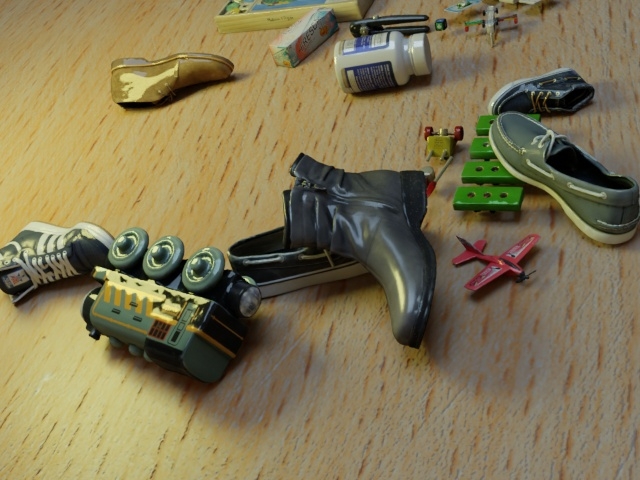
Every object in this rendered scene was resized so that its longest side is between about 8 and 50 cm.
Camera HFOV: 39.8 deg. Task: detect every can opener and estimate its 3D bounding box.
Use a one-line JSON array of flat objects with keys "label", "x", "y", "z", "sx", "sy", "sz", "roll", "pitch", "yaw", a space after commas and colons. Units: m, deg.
[{"label": "can opener", "x": 0.155, "y": -0.487, "z": 1.999, "sx": 0.186, "sy": 0.059, "sz": 0.073, "roll": -4, "pitch": 40, "yaw": 21}]

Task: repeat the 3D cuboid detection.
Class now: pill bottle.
[{"label": "pill bottle", "x": 0.131, "y": -0.371, "z": 1.825, "sx": 0.186, "sy": 0.112, "sz": 0.112, "roll": -6, "pitch": 40, "yaw": 18}]

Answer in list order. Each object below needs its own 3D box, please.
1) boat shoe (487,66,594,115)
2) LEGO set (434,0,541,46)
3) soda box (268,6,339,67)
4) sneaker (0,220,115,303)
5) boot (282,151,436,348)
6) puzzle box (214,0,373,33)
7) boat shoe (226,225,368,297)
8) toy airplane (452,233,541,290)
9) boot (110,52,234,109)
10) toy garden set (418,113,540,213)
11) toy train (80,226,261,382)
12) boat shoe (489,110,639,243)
[{"label": "boat shoe", "x": 0.401, "y": -0.258, "z": 1.602, "sx": 0.183, "sy": 0.065, "sz": 0.083, "roll": -23, "pitch": 36, "yaw": -6}, {"label": "LEGO set", "x": 0.376, "y": -0.496, "z": 1.940, "sx": 0.244, "sy": 0.060, "sz": 0.182, "roll": -28, "pitch": 32, "yaw": -22}, {"label": "soda box", "x": -0.038, "y": -0.480, "z": 2.078, "sx": 0.063, "sy": 0.058, "sz": 0.183, "roll": 16, "pitch": 51, "yaw": 38}, {"label": "sneaker", "x": -0.491, "y": 0.043, "z": 1.603, "sx": 0.282, "sy": 0.099, "sz": 0.153, "roll": 5, "pitch": 38, "yaw": 38}, {"label": "boot", "x": 0.047, "y": 0.014, "z": 1.310, "sx": 0.222, "sy": 0.118, "sz": 0.338, "roll": 6, "pitch": 43, "yaw": -6}, {"label": "puzzle box", "x": -0.042, "y": -0.640, "z": 2.282, "sx": 0.408, "sy": 0.052, "sz": 0.272, "roll": 1, "pitch": 41, "yaw": 25}, {"label": "boat shoe", "x": -0.001, "y": -0.003, "z": 1.436, "sx": 0.306, "sy": 0.105, "sz": 0.113, "roll": -14, "pitch": 38, "yaw": 8}, {"label": "toy airplane", "x": 0.259, "y": 0.030, "z": 1.342, "sx": 0.151, "sy": 0.028, "sz": 0.151, "roll": -12, "pitch": 37, "yaw": 9}, {"label": "boot", "x": -0.349, "y": -0.369, "z": 2.076, "sx": 0.305, "sy": 0.112, "sz": 0.115, "roll": -4, "pitch": 70, "yaw": 13}, {"label": "toy garden set", "x": 0.261, "y": -0.125, "z": 1.520, "sx": 0.203, "sy": 0.049, "sz": 0.244, "roll": 2, "pitch": 43, "yaw": 23}, {"label": "toy train", "x": -0.245, "y": 0.098, "z": 1.392, "sx": 0.334, "sy": 0.142, "sz": 0.190, "roll": 13, "pitch": 67, "yaw": 37}, {"label": "boat shoe", "x": 0.381, "y": -0.127, "z": 1.380, "sx": 0.116, "sy": 0.099, "sz": 0.319, "roll": -21, "pitch": 48, "yaw": -17}]
